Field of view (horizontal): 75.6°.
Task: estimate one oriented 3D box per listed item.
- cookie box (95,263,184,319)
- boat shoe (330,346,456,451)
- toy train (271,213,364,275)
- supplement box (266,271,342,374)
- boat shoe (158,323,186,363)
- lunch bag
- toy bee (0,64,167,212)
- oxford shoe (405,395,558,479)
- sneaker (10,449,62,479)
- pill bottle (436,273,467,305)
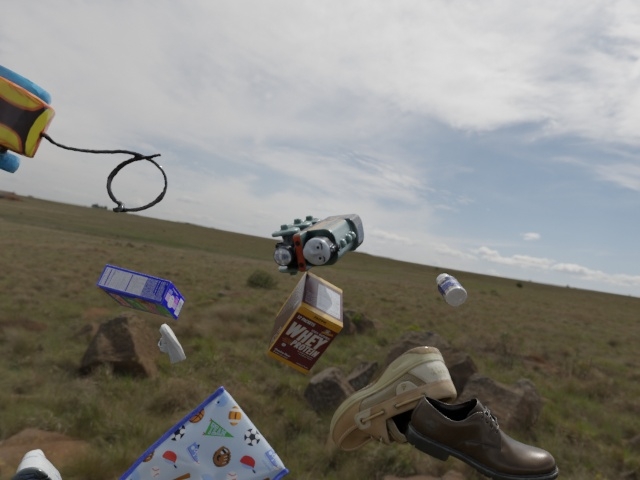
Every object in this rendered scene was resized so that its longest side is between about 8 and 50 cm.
[{"bbox_3d":[-0.285,0.085,0.661,0.107,0.040,0.091,14,-27,4],"label":"cookie box"},{"bbox_3d":[0.129,0.347,0.816,0.122,0.341,0.110,11,38,-29],"label":"boat shoe"},{"bbox_3d":[0.000,0.000,1.150,0.190,0.142,0.334,-7,9,22],"label":"toy train"},{"bbox_3d":[-0.040,0.231,1.185,0.129,0.191,0.194,30,22,-10],"label":"supplement box"},{"bbox_3d":[-0.526,0.362,1.429,0.063,0.184,0.066,-27,49,-20],"label":"boat shoe"},{"bbox_3d":[-0.341,0.693,1.210,0.328,0.385,0.238,43,-26,18],"label":"lunch bag"},{"bbox_3d":[-0.309,-0.133,0.373,0.299,0.195,0.162,1,-5,-8],"label":"toy bee"},{"bbox_3d":[0.256,0.305,0.642,0.227,0.096,0.083,16,4,8],"label":"oxford shoe"},{"bbox_3d":[-0.686,0.663,1.051,0.111,0.296,0.129,-13,18,-23],"label":"sneaker"},{"bbox_3d":[0.414,0.153,1.319,0.067,0.067,0.120,10,20,-8],"label":"pill bottle"}]
